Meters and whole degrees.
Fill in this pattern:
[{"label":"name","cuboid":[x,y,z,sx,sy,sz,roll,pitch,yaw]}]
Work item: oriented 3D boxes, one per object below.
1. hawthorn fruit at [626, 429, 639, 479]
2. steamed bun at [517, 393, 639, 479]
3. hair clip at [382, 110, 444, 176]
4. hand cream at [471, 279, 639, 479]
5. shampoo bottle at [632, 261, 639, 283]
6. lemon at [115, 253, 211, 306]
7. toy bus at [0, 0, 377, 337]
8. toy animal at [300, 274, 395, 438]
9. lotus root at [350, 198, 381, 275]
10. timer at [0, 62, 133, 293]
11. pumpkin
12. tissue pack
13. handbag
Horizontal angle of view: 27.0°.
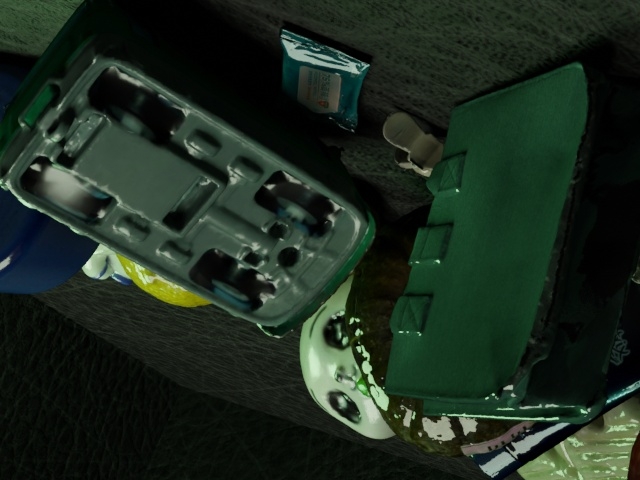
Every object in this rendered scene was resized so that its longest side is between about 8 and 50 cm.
[{"label":"hawthorn fruit","cuboid":[0.418,0.246,1.222,0.316,0.316,0.316,22,165,6]},{"label":"steamed bun","cuboid":[0.417,0.268,1.543,0.368,0.255,0.342,59,153,0]},{"label":"hair clip","cuboid":[0.151,-0.038,1.222,0.226,0.034,0.072,36,170,14]},{"label":"hand cream","cuboid":[0.259,0.148,1.402,0.061,0.120,0.270,8,137,-48]},{"label":"shampoo bottle","cuboid":[0.262,-0.004,1.260,0.077,0.045,0.152,7,159,48]},{"label":"lemon","cuboid":[-0.144,-0.020,1.516,0.192,0.192,0.231,26,174,-12]},{"label":"toy bus","cuboid":[-0.131,-0.077,1.275,0.343,0.183,0.199,32,-160,-30]},{"label":"toy animal","cuboid":[0.107,0.128,1.564,0.266,0.213,0.212,-5,162,4]},{"label":"lotus root","cuboid":[0.000,0.000,1.559,0.097,0.110,0.258,71,161,-3]},{"label":"timer","cuboid":[-0.303,-0.037,1.674,0.270,0.270,0.383,13,174,35]},{"label":"pumpkin","cuboid":[0.140,0.077,1.328,0.260,0.260,0.189,17,166,22]},{"label":"tissue pack","cuboid":[0.000,-0.145,1.201,0.085,0.028,0.138,19,161,3]},{"label":"handbag","cuboid":[0.160,0.009,1.041,0.100,0.269,0.274,18,167,-16]}]
